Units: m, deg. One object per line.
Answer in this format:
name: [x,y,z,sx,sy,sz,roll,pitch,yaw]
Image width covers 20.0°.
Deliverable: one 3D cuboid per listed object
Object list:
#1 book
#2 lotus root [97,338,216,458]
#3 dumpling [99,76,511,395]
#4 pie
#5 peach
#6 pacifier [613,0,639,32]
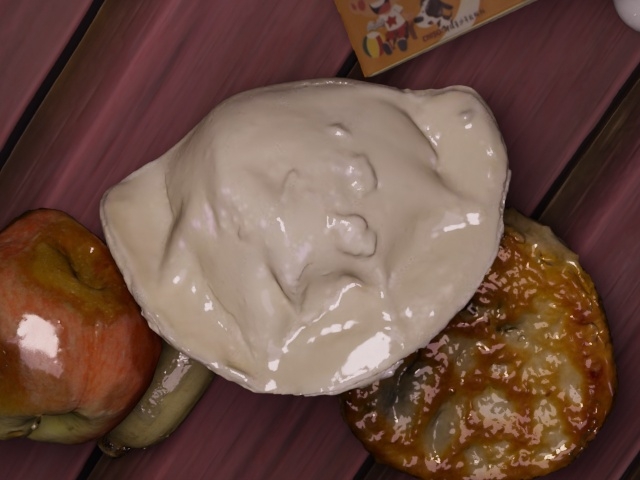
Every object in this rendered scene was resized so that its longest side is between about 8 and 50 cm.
book: [0.076,-0.329,1.721,0.208,0.020,0.295,-24,87,29]
lotus root: [-0.171,0.151,1.873,0.077,0.090,0.183,31,104,-39]
dumpling: [0.000,0.000,1.745,0.395,0.233,0.315,-17,69,-3]
pie: [0.156,0.119,1.884,0.315,0.092,0.315,-1,108,-3]
peach: [-0.273,0.080,1.785,0.214,0.214,0.235,-15,64,0]
pacifier: [0.315,-0.303,1.764,0.299,0.244,0.233,-7,136,12]
